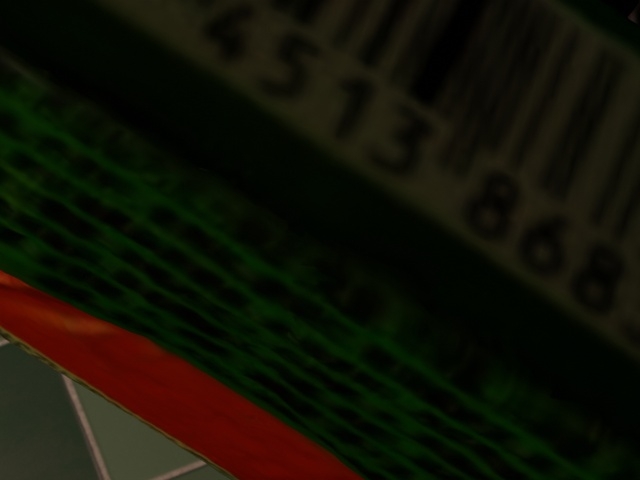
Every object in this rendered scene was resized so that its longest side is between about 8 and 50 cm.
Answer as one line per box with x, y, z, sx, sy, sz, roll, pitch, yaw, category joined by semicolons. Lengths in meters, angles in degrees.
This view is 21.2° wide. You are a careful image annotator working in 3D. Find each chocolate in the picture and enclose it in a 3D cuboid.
0.000;0.000;0.686;0.360;0.161;0.341;33;160;-8;chocolate

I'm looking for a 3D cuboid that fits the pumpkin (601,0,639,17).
0.053;-0.160;0.723;0.219;0.162;0.219;35;150;24;pumpkin
